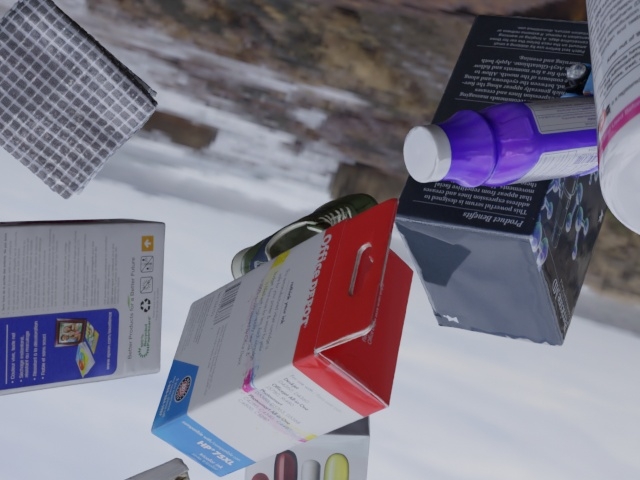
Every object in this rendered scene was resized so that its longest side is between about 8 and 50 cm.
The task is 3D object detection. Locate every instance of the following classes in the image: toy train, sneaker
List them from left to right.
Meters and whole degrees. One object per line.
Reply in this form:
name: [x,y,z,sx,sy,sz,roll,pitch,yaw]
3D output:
sneaker: [0.000,0.000,1.416,0.192,0.064,0.086,-26,-175,-24]
toy train: [0.383,-0.162,1.678,0.105,0.080,0.184,4,145,40]

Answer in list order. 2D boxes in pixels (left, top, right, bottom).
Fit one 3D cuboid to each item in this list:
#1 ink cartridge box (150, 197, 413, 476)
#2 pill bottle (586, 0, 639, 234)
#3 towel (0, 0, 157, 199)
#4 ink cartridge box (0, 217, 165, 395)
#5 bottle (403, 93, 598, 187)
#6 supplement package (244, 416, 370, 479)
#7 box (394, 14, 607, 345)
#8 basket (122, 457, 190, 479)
ink cartridge box: [-0.013,0.075,0.967,0.231,0.134,0.078,-28,124,38]
pill bottle: [0.275,-0.151,0.936,0.160,0.283,0.160,3,145,2]
towel: [-0.423,-0.228,2.058,0.284,0.235,0.121,42,178,-22]
ink cartridge box: [-0.316,0.069,1.347,0.069,0.175,0.371,6,-174,38]
bottle: [0.231,-0.116,1.551,0.283,0.092,0.118,-9,165,-31]
supplement package: [-0.022,0.345,2.061,0.194,0.203,0.149,2,-152,0]
box: [0.297,-0.093,1.942,0.212,0.395,0.293,10,150,26]
basket: [-0.204,0.328,1.462,0.113,0.103,0.167,-20,165,-29]
